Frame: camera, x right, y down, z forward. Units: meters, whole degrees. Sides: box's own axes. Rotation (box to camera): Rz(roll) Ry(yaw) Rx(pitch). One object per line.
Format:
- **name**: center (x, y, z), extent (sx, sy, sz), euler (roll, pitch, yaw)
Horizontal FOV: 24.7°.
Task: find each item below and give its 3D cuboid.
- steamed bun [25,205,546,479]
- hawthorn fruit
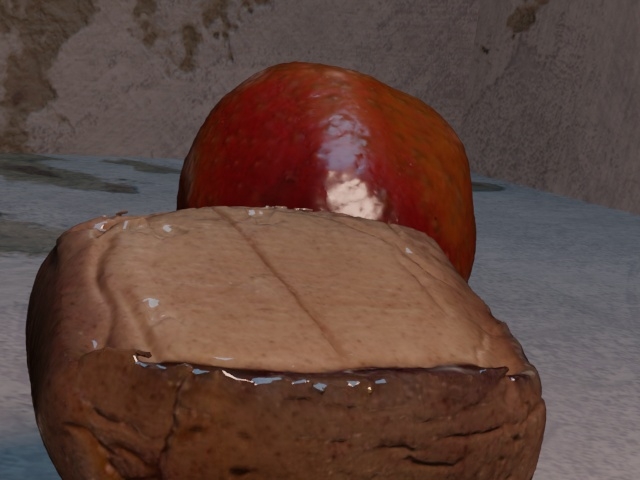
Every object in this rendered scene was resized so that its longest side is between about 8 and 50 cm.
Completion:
- **steamed bun**: center (-0.034, 0.108, 0.894), extent (0.301, 0.199, 0.251), euler (3, 26, -20)
- **hawthorn fruit**: center (0.000, 0.000, 1.310), extent (0.285, 0.284, 0.369), euler (9, 27, 2)
